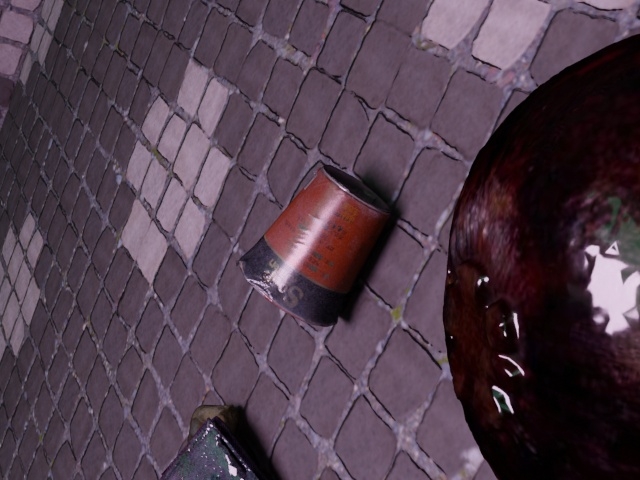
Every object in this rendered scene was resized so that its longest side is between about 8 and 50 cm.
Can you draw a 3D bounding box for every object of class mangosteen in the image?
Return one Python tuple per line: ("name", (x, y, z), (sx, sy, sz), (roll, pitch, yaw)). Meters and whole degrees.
("mangosteen", (0.210, 0.029, 0.444), (0.297, 0.293, 0.297), (52, 160, 29))

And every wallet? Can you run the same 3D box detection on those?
("wallet", (-0.100, 0.289, 0.897), (0.166, 0.030, 0.111), (45, 105, 25))

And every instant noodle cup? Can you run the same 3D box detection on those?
("instant noodle cup", (0.001, 0.000, 0.847), (0.136, 0.127, 0.127), (-56, 40, 13))

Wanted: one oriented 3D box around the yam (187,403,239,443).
("yam", (-0.137, 0.350, 0.951), (0.071, 0.067, 0.318), (-2, 79, 38))
